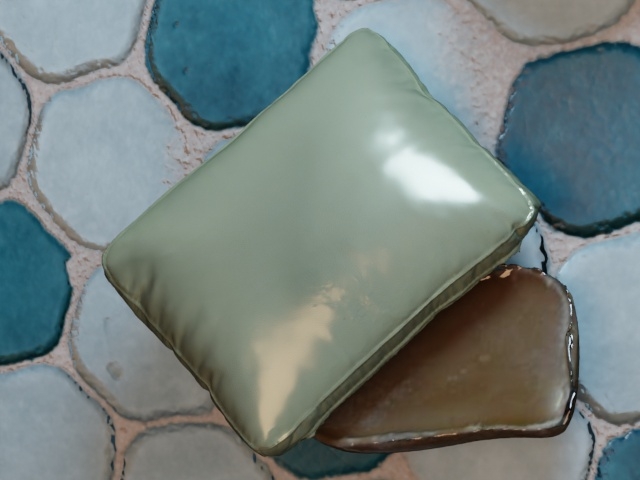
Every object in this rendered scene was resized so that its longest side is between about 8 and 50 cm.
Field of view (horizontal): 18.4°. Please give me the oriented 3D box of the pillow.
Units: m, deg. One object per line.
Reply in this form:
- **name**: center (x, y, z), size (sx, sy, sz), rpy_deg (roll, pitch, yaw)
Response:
- **pillow**: center (0.000, 0.000, 1.685), size (0.322, 0.120, 0.255), rpy_deg (-42, 69, -1)

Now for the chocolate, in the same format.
- **chocolate**: center (0.107, 0.113, 1.711), size (0.261, 0.083, 0.161), rpy_deg (-5, 63, 23)
